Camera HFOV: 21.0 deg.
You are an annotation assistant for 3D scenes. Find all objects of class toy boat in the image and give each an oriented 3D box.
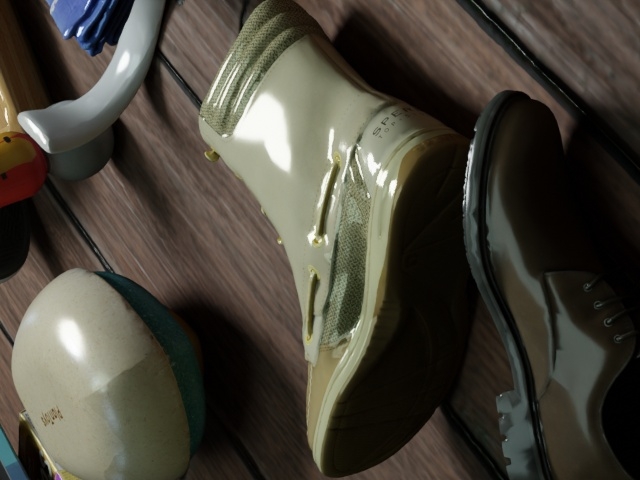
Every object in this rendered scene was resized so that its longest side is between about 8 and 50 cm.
[{"bbox_3d":[-0.181,0.048,1.397,0.318,0.148,0.267,65,156,-3],"label":"toy boat"}]

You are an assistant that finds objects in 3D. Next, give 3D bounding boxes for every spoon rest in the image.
[{"bbox_3d":[-0.155,-0.199,1.274,0.137,0.084,0.276,43,127,39],"label":"spoon rest"}]

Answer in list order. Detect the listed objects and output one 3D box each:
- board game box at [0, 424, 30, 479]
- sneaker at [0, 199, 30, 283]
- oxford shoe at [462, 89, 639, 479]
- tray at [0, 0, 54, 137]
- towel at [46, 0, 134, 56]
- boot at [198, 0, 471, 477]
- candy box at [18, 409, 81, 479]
[{"bbox_3d":[-0.315,0.333,1.750,0.254,0.079,0.336,59,159,15],"label":"board game box"},{"bbox_3d":[-0.388,-0.048,1.687,0.295,0.123,0.178,56,151,19],"label":"sneaker"},{"bbox_3d":[0.138,0.029,0.904,0.096,0.083,0.227,-8,100,41],"label":"oxford shoe"},{"bbox_3d":[-0.394,-0.244,1.536,0.203,0.076,0.411,-24,84,23],"label":"tray"},{"bbox_3d":[-0.185,-0.317,1.199,0.336,0.040,0.243,53,127,35],"label":"towel"},{"bbox_3d":[0.000,0.000,1.083,0.203,0.095,0.262,45,139,38],"label":"boot"},{"bbox_3d":[-0.231,0.256,1.663,0.187,0.053,0.109,51,146,35],"label":"candy box"}]
